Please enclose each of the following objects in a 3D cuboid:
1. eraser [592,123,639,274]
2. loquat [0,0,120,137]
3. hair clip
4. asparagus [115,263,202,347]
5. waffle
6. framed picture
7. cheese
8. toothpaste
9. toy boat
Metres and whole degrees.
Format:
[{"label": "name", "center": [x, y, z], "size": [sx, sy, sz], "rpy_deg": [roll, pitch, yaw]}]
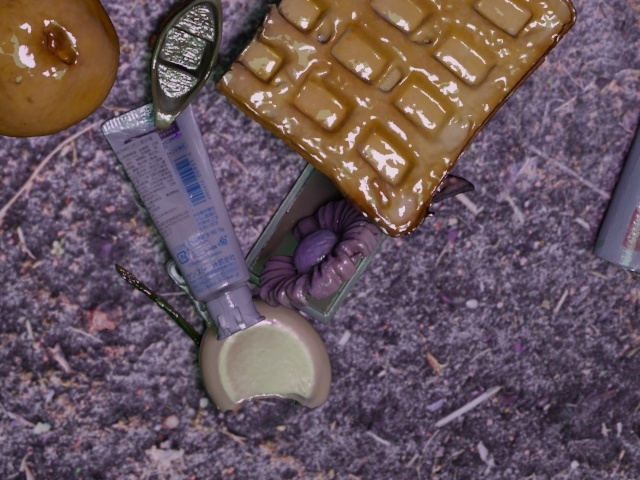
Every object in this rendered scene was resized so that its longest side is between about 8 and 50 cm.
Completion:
[{"label": "eraser", "center": [0.468, -0.063, 1.819], "size": [0.174, 0.081, 0.227], "rpy_deg": [14, 104, -17]}, {"label": "loquat", "center": [-0.329, -0.216, 1.579], "size": [0.208, 0.208, 0.208], "rpy_deg": [-3, 108, -9]}, {"label": "hair clip", "center": [0.055, -0.020, 1.719], "size": [0.300, 0.173, 0.069], "rpy_deg": [-33, 107, -22]}, {"label": "asparagus", "center": [-0.199, 0.084, 1.785], "size": [0.016, 0.016, 0.163], "rpy_deg": [-37, 112, 23]}, {"label": "waffle", "center": [0.085, -0.218, 1.635], "size": [0.304, 0.077, 0.348], "rpy_deg": [39, 87, -2]}, {"label": "framed picture", "center": [0.000, 0.000, 1.795], "size": [0.142, 0.011, 0.183], "rpy_deg": [31, 99, -17]}, {"label": "cheese", "center": [-0.085, 0.109, 1.783], "size": [0.163, 0.071, 0.249], "rpy_deg": [-18, 100, -8]}, {"label": "toothpaste", "center": [-0.156, -0.027, 1.711], "size": [0.114, 0.073, 0.299], "rpy_deg": [-24, 89, -2]}, {"label": "toy boat", "center": [-0.160, -0.222, 1.666], "size": [0.089, 0.071, 0.185], "rpy_deg": [18, 104, -15]}]
